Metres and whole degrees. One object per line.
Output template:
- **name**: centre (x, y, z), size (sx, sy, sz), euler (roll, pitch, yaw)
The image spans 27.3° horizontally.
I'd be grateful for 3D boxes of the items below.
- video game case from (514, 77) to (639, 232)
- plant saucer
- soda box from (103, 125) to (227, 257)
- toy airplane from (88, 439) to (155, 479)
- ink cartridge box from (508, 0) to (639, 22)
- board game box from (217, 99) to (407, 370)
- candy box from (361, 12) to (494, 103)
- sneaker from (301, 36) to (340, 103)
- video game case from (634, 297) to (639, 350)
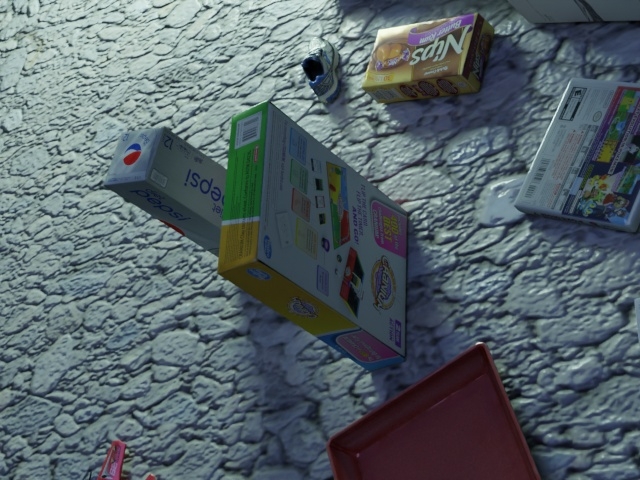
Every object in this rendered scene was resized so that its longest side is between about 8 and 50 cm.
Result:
- **video game case**: centre (0.363, -0.114, 1.698), size (0.183, 0.023, 0.201), euler (13, 72, 46)
- **plant saucer**: centre (0.145, 0.292, 1.605), size (0.259, 0.048, 0.258), euler (-35, 45, 19)
- **soda box**: centre (-0.178, -0.059, 1.947), size (0.098, 0.286, 0.091), euler (-3, 63, 41)
- **toy airplane**: centre (-0.299, 0.372, 1.963), size (0.151, 0.028, 0.151), euler (-22, 52, 31)
- **ink cartridge box**: centre (0.398, -0.410, 1.790), size (0.283, 0.117, 0.207), euler (8, 70, 45)
- **board game box**: centre (0.000, 0.000, 1.727), size (0.064, 0.316, 0.242), euler (-20, 51, 32)
- **candy box**: centre (0.159, -0.268, 1.960), size (0.186, 0.053, 0.109), euler (-2, 62, 42)
- **sneaker**: centre (-0.003, -0.284, 2.111), size (0.052, 0.058, 0.135), euler (-31, 46, 23)
- **video game case**: centre (0.423, 0.090, 1.517), size (0.122, 0.011, 0.087), euler (-21, 51, 31)
